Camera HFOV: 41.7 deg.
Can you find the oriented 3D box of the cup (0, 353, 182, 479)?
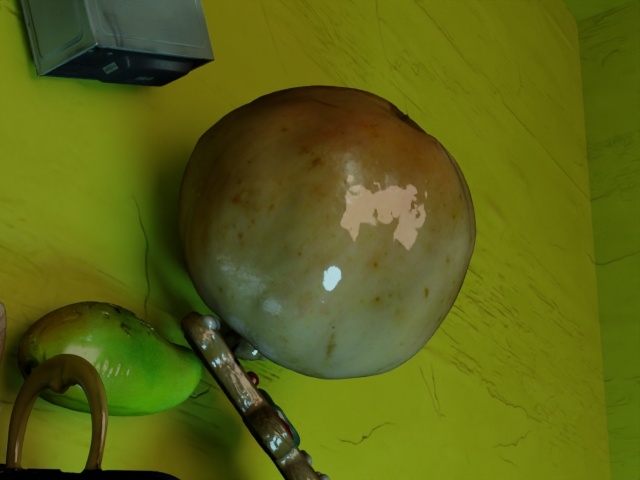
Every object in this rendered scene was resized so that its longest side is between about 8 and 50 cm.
[{"bbox_3d":[-0.240,0.247,0.738,0.178,0.256,0.255,-24,99,-53],"label":"cup"}]

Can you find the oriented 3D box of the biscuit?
[{"bbox_3d":[-0.072,0.216,1.032,0.049,0.197,0.302,-34,87,-11],"label":"biscuit"}]

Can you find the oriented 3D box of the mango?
[{"bbox_3d":[-0.230,0.133,0.937,0.232,0.111,0.126,13,72,-49],"label":"mango"}]

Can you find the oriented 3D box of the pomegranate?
[{"bbox_3d":[0.000,0.000,1.102,0.411,0.411,0.412,25,57,-46],"label":"pomegranate"}]

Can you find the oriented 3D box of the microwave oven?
[{"bbox_3d":[-0.257,-0.280,1.050,0.205,0.129,0.163,-7,84,-54],"label":"microwave oven"}]

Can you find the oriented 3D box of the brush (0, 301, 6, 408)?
[{"bbox_3d":[-0.349,0.127,0.733,0.174,0.166,0.267,57,36,-22],"label":"brush"}]
